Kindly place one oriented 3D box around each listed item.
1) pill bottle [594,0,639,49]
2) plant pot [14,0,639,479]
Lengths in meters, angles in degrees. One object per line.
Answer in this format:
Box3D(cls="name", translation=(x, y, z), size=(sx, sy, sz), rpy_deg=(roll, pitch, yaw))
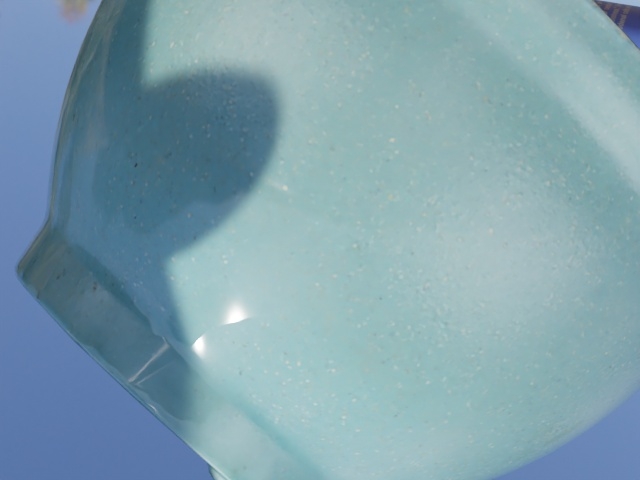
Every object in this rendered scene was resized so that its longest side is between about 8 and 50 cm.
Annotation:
Box3D(cls="pill bottle", translation=(0.187, -0.111, 0.914), size=(0.272, 0.152, 0.152), rpy_deg=(14, -159, 17))
Box3D(cls="plant pot", translation=(0.000, 0.000, 0.503), size=(0.293, 0.196, 0.293), rpy_deg=(41, 174, 5))
